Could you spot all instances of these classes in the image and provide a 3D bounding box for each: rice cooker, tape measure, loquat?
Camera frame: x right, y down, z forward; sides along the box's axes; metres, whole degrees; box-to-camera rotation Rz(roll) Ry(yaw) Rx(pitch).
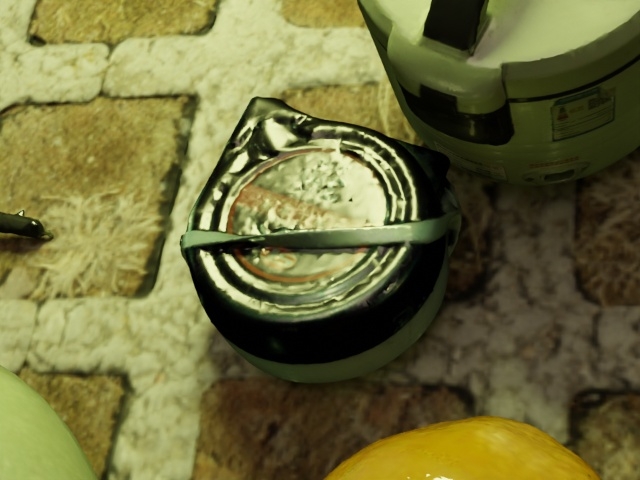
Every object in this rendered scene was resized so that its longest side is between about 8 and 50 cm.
[{"bbox_3d":[0.130,-0.161,0.727,0.226,0.244,0.226,-4,72,11],"label":"rice cooker"},{"bbox_3d":[-0.002,0.004,0.760,0.182,0.107,0.181,21,66,26],"label":"tape measure"},{"bbox_3d":[0.072,0.180,0.585,0.187,0.176,0.234,29,31,21],"label":"loquat"}]

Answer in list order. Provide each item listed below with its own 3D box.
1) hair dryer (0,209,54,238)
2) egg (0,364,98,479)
[{"bbox_3d":[-0.393,0.019,0.892,0.359,0.120,0.303,0,70,7],"label":"hair dryer"},{"bbox_3d":[-0.232,0.221,0.614,0.258,0.258,0.352,-14,66,9],"label":"egg"}]
